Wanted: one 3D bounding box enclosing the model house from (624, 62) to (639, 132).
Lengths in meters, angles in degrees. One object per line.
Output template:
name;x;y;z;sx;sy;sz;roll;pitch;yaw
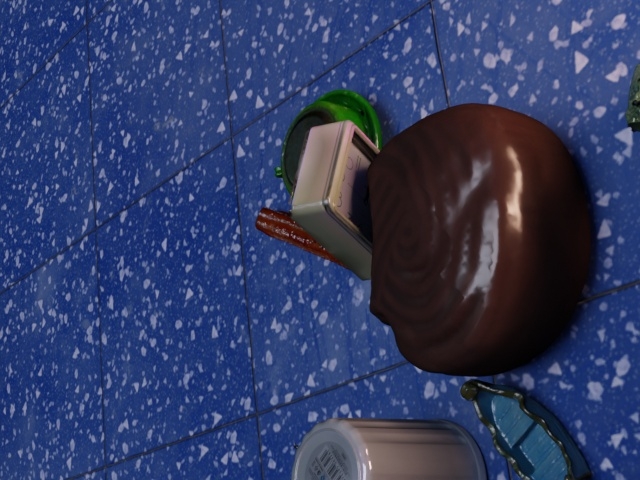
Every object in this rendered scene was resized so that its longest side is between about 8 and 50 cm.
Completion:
model house;0.377;-0.161;1.158;0.066;0.078;0.083;3;83;49

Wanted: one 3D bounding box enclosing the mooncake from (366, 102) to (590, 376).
mooncake;0.173;-0.011;1.303;0.334;0.174;0.326;39;114;46

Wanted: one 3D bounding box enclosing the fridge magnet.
fridge magnet;0.013;-0.127;1.582;0.208;0.088;0.208;-15;71;48

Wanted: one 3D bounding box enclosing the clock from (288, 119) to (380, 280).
clock;0.049;-0.053;1.415;0.071;0.192;0.147;-10;53;35

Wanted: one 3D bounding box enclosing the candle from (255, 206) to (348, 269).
candle;0.000;0.000;1.605;0.329;0.048;0.051;23;73;50

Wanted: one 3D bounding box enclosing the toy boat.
toy boat;0.237;0.234;1.244;0.075;0.077;0.185;-57;45;27

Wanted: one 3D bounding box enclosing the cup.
cup;0.069;0.323;1.331;0.221;0.202;0.167;-55;44;25
